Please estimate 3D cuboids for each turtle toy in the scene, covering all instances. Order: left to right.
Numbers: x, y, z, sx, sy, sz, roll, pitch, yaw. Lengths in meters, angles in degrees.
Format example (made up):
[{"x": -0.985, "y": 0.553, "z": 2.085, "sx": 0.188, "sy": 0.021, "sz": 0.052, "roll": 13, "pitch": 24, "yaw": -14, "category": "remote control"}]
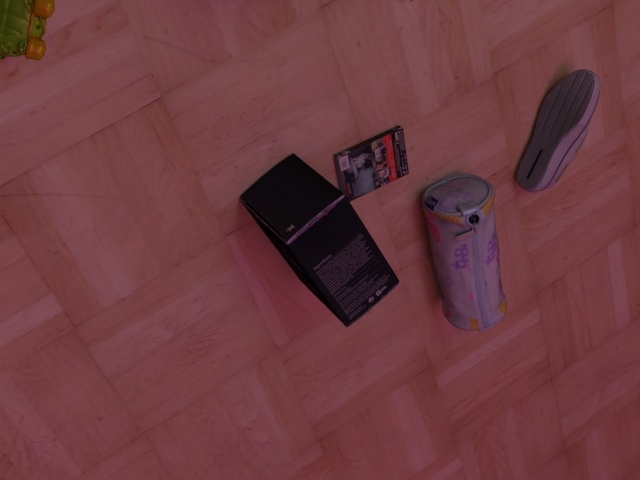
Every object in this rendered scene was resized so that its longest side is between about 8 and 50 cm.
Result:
[{"x": -0.343, "y": -0.264, "z": 1.089, "sx": 0.095, "sy": 0.066, "sz": 0.130, "roll": 14, "pitch": 108, "yaw": -14, "category": "turtle toy"}]

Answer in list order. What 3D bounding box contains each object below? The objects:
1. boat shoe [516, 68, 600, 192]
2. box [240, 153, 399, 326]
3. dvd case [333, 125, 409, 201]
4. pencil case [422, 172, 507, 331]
[{"x": 0.405, "y": -0.184, "z": 1.639, "sx": 0.075, "sy": 0.083, "sz": 0.226, "roll": -4, "pitch": 132, "yaw": -45, "category": "boat shoe"}, {"x": 0.000, "y": 0.000, "z": 1.423, "sx": 0.108, "sy": 0.153, "sz": 0.207, "roll": -40, "pitch": 133, "yaw": -7, "category": "box"}, {"x": 0.080, "y": -0.116, "z": 1.498, "sx": 0.119, "sy": 0.013, "sz": 0.087, "roll": -27, "pitch": 129, "yaw": -19, "category": "dvd case"}, {"x": 0.245, "y": 0.022, "z": 1.619, "sx": 0.113, "sy": 0.124, "sz": 0.273, "roll": -28, "pitch": 130, "yaw": -17, "category": "pencil case"}]
